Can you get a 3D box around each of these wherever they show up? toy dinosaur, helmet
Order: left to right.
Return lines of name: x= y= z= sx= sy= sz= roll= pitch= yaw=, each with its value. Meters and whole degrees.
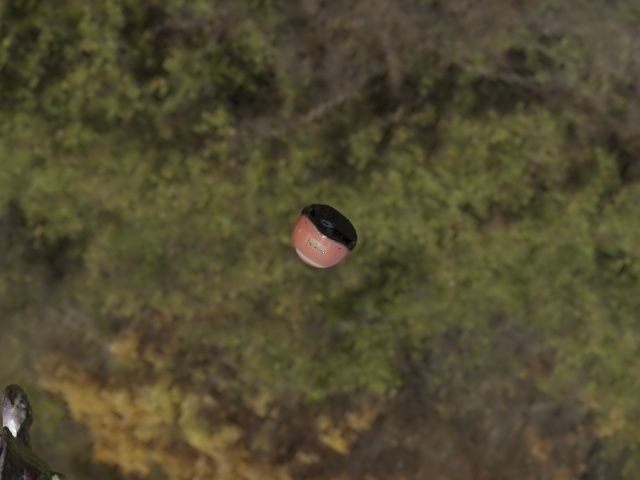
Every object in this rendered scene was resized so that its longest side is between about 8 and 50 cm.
toy dinosaur: x=-0.285 y=0.252 z=1.662 sx=0.294 sy=0.077 sz=0.162 roll=-129 pitch=23 yaw=-64
helmet: x=0.000 y=0.001 z=1.745 sx=0.065 sy=0.049 sz=0.084 roll=38 pitch=-162 yaw=6

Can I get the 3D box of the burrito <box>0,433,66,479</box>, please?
burrito: x=-0.424 y=0.262 z=1.919 sx=0.332 sy=0.190 sz=0.135 roll=30 pitch=-176 yaw=6
